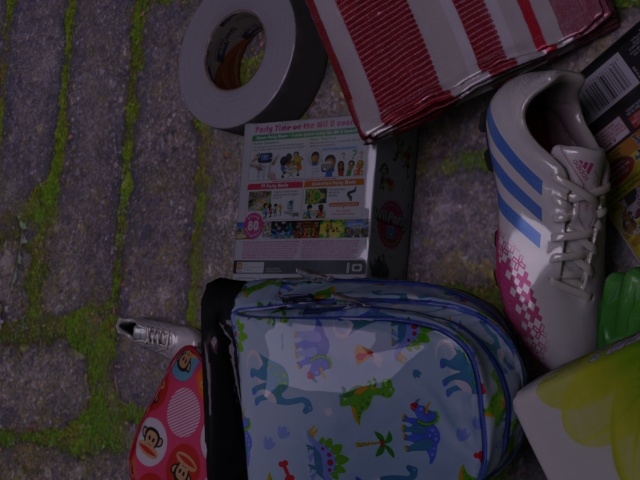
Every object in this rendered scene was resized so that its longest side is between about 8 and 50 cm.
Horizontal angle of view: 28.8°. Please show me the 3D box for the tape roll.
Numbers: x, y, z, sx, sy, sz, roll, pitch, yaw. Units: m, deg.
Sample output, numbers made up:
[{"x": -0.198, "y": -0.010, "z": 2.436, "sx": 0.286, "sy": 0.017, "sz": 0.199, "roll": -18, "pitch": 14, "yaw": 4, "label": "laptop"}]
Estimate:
[{"x": -0.095, "y": -0.253, "z": 1.724, "sx": 0.219, "sy": 0.072, "sz": 0.219, "roll": -10, "pitch": 75, "yaw": 39, "label": "tape roll"}]

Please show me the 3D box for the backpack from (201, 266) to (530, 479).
[{"x": 0.050, "y": 0.171, "z": 1.351, "sx": 0.355, "sy": 0.273, "sz": 0.290, "roll": -2, "pitch": 89, "yaw": -2, "label": "backpack"}]

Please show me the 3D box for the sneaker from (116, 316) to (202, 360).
[{"x": -0.229, "y": 0.139, "z": 1.763, "sx": 0.152, "sy": 0.061, "sz": 0.053, "roll": 9, "pitch": 85, "yaw": 39, "label": "sneaker"}]

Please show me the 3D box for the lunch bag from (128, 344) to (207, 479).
[{"x": -0.116, "y": 0.299, "z": 1.596, "sx": 0.293, "sy": 0.120, "sz": 0.258, "roll": 33, "pitch": 103, "yaw": 38, "label": "lunch bag"}]

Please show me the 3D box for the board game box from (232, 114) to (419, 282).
[{"x": 0.000, "y": 0.000, "z": 1.578, "sx": 0.224, "sy": 0.097, "sz": 0.303, "roll": 0, "pitch": 83, "yaw": 39, "label": "board game box"}]

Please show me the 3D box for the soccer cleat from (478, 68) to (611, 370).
[{"x": 0.252, "y": -0.023, "z": 1.321, "sx": 0.143, "sy": 0.116, "sz": 0.331, "roll": -25, "pitch": 74, "yaw": 60, "label": "soccer cleat"}]

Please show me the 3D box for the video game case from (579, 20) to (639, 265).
[{"x": 0.396, "y": -0.133, "z": 1.316, "sx": 0.275, "sy": 0.035, "sz": 0.248, "roll": -42, "pitch": 57, "yaw": 25, "label": "video game case"}]

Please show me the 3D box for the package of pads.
[{"x": 0.336, "y": 0.233, "z": 1.179, "sx": 0.229, "sy": 0.101, "sz": 0.296, "roll": -33, "pitch": 78, "yaw": 45, "label": "package of pads"}]

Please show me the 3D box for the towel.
[{"x": 0.158, "y": -0.278, "z": 1.478, "sx": 0.329, "sy": 0.037, "sz": 0.237, "roll": -26, "pitch": 63, "yaw": 13, "label": "towel"}]

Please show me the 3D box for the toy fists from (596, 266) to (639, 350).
[{"x": 0.398, "y": 0.108, "z": 1.219, "sx": 0.279, "sy": 0.096, "sz": 0.142, "roll": 22, "pitch": 117, "yaw": 41, "label": "toy fists"}]
